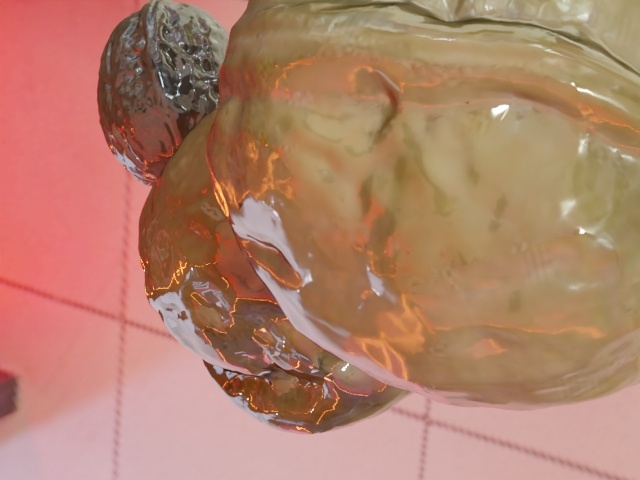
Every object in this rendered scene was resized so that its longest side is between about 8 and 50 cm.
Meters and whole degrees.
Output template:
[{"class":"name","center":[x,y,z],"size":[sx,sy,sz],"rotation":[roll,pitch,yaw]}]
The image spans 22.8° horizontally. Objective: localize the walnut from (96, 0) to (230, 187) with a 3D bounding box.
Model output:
[{"class":"walnut","center":[-0.169,-0.171,1.807],"size":[0.178,0.178,0.230],"rotation":[-19,74,35]}]

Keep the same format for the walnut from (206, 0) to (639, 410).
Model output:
[{"class":"walnut","center":[0.108,-0.067,1.082],"size":[0.381,0.381,0.381],"rotation":[9,108,31]}]

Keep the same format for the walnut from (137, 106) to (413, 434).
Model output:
[{"class":"walnut","center":[0.014,-0.003,1.497],"size":[0.384,0.383,0.383],"rotation":[9,108,31]}]
